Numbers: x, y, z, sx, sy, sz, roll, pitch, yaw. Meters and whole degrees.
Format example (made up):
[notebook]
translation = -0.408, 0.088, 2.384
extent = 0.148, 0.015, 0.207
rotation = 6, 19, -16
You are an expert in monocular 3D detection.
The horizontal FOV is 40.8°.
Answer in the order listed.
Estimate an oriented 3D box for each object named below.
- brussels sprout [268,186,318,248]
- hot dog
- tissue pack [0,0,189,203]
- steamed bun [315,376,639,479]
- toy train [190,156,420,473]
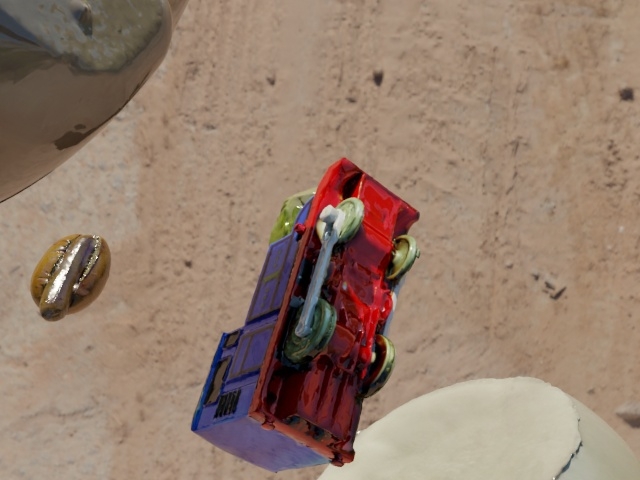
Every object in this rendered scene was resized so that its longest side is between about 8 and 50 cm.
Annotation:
[brussels sprout]
translation = -0.003, 0.000, 1.186
extent = 0.155, 0.117, 0.155
rotation = -3, 100, -16
[hot dog]
translation = -0.314, 0.045, 1.066
extent = 0.090, 0.060, 0.140
rotation = 19, 55, 11
[tissue pack]
translation = -0.201, -0.204, 0.449
extent = 0.277, 0.267, 0.387
rotation = -14, 48, 40
[steamed bun]
translation = 0.143, 0.277, 0.760
extent = 0.324, 0.324, 0.206
rotation = -31, 104, -14
[toy train]
translation = -0.005, 0.054, 0.606
extent = 0.083, 0.131, 0.204
rotation = 34, 54, -24
